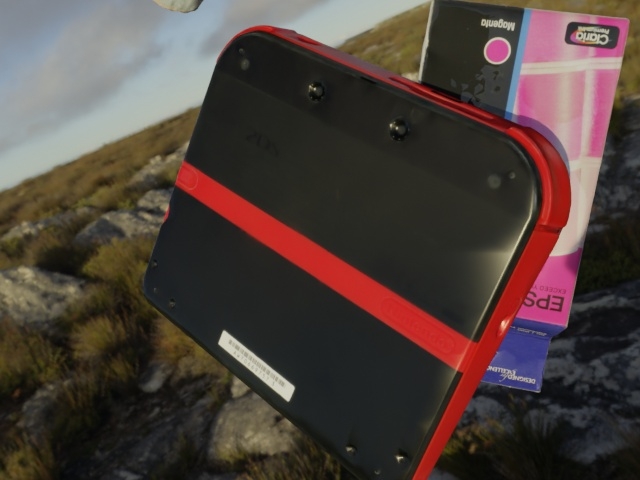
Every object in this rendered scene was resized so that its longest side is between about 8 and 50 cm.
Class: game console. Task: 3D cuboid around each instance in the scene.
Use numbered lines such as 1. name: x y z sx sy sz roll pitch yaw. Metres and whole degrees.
1. game console: 0.000 0.000 0.613 0.387 0.341 0.060 32 20 30

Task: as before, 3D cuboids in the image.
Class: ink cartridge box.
1. ink cartridge box: 0.165 -0.033 0.621 0.176 0.370 0.069 9 11 9

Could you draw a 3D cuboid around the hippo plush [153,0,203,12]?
1. hippo plush: -0.106 -0.422 0.684 0.294 0.234 0.236 -14 30 46
